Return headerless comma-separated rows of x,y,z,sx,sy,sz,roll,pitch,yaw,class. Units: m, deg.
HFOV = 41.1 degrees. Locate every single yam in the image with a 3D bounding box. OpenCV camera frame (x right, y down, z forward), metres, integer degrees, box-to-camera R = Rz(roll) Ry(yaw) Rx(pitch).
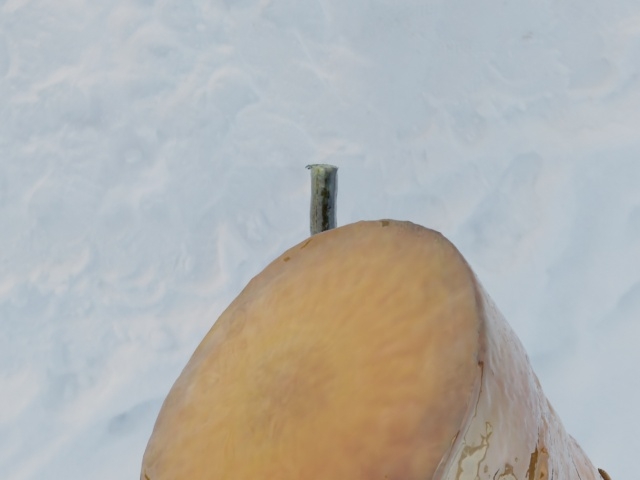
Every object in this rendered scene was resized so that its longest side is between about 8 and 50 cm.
0.000,0.000,0.730,0.027,0.033,0.130,-7,105,-44,yam

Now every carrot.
0.059,0.134,0.431,0.196,0.196,0.254,-39,127,13,carrot
